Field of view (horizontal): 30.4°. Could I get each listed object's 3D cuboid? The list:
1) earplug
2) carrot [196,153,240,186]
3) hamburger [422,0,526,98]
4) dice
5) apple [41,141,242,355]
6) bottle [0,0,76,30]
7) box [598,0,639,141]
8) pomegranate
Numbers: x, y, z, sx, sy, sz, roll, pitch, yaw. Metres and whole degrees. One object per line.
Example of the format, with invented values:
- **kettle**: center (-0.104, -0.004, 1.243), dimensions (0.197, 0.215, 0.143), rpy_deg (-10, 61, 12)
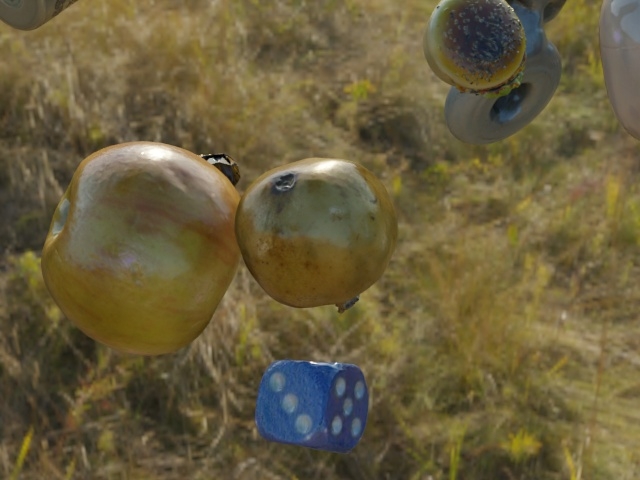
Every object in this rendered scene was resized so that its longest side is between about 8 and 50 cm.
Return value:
- **earplug**: center (0.288, -0.308, 1.883), dimensions (0.214, 0.325, 0.175), rpy_deg (-8, 22, -38)
- **carrot**: center (-0.211, -0.094, 1.803), dimensions (0.069, 0.069, 0.228), rpy_deg (25, 22, 30)
- **hamburger**: center (0.194, -0.242, 1.457), dimensions (0.126, 0.141, 0.081), rpy_deg (-22, 7, -13)
- **dice**: center (-0.014, 0.270, 1.929), dimensions (0.146, 0.146, 0.143), rpy_deg (0, -10, 33)
- **apple**: center (-0.229, 0.007, 1.518), dimensions (0.233, 0.286, 0.286), rpy_deg (25, 34, -14)
- **bottle**: center (-0.275, -0.316, 1.316), dimensions (0.097, 0.110, 0.209), rpy_deg (-5, 31, 41)
- **box**: center (0.268, -0.145, 0.828), dimensions (0.088, 0.146, 0.200), rpy_deg (4, 25, 41)
- **pomegranate**: center (0.000, 0.000, 1.340), dimensions (0.196, 0.196, 0.196), rpy_deg (0, 37, 0)
